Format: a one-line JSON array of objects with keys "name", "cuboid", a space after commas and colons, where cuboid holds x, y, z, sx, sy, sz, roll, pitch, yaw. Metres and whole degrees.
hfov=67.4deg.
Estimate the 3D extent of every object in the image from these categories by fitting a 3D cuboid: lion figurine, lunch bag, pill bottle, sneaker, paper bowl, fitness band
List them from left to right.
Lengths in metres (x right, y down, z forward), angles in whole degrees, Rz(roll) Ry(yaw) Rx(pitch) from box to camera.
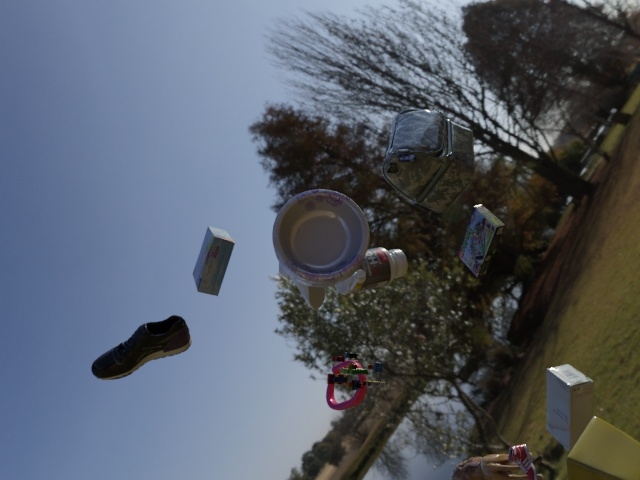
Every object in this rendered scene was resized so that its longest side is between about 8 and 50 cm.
[{"name": "sneaker", "cuboid": [-0.525, 0.293, 1.386, 0.283, 0.107, 0.124, -22, -45, -21]}, {"name": "sneaker", "cuboid": [-0.086, 0.171, 2.129, 0.108, 0.169, 0.292, -42, -48, -31]}, {"name": "paper bowl", "cuboid": [0.000, 0.000, 1.449, 0.284, 0.284, 0.148, -53, -10, -14]}, {"name": "fitness band", "cuboid": [0.115, 0.671, 2.223, 0.291, 0.054, 0.209, -40, 40, 46]}, {"name": "pill bottle", "cuboid": [0.122, 0.130, 1.571, 0.043, 0.043, 0.083, -45, -14, -35]}, {"name": "pill bottle", "cuboid": [0.223, 0.128, 2.151, 0.319, 0.176, 0.176, -10, -39, -24]}, {"name": "lunch bag", "cuboid": [0.330, -0.269, 1.526, 0.212, 0.256, 0.305, 120, 171, -45]}, {"name": "lion figurine", "cuboid": [0.613, 0.817, 1.704, 0.392, 0.240, 0.142, 89, -175, -50]}, {"name": "sneaker", "cuboid": [0.641, 0.715, 1.528, 0.042, 0.067, 0.118, 99, 167, -49]}]

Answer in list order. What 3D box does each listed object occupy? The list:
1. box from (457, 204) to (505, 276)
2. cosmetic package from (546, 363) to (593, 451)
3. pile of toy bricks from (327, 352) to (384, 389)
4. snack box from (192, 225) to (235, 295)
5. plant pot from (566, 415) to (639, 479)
[{"name": "box", "cuboid": [0.504, 0.003, 1.519, 0.036, 0.114, 0.207, -13, -47, -20]}, {"name": "cosmetic package", "cuboid": [1.053, 0.704, 2.031, 0.160, 0.113, 0.309, -132, 35, -74]}, {"name": "pile of toy bricks", "cuboid": [0.104, 0.437, 1.603, 0.105, 0.212, 0.118, -22, 61, 60]}, {"name": "snack box", "cuboid": [-0.336, 0.059, 1.493, 0.174, 0.070, 0.207, -71, 20, 4]}, {"name": "plant pot", "cuboid": [0.900, 0.714, 1.464, 0.212, 0.187, 0.212, -31, -65, -32]}]
